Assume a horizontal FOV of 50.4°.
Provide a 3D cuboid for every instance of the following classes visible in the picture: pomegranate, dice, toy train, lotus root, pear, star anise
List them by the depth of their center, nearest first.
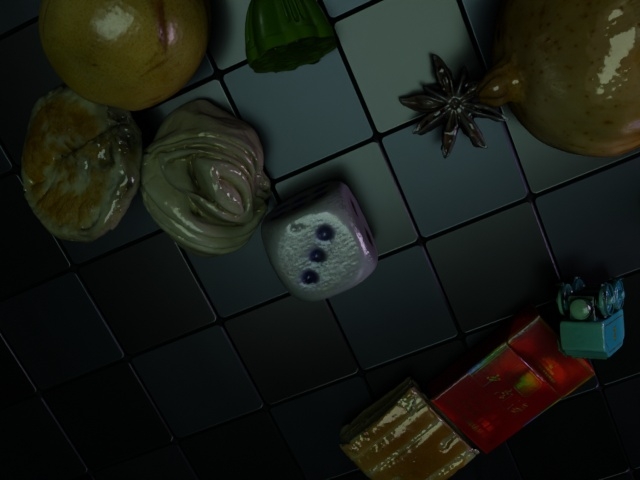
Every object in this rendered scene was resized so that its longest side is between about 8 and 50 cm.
[{"bbox_3d":[0.453,-0.321,1.170,0.410,0.410,0.410,1,109,3],"label":"pomegranate"},{"bbox_3d":[-0.352,-0.398,1.244,0.314,0.314,0.314,1,109,3],"label":"pear"},{"bbox_3d":[-0.072,-0.427,1.293,0.186,0.186,0.186,1,109,3],"label":"lotus root"},{"bbox_3d":[0.280,-0.277,1.349,0.231,0.089,0.209,-17,95,8],"label":"star anise"},{"bbox_3d":[0.000,0.000,1.403,0.193,0.194,0.192,-23,105,12],"label":"dice"},{"bbox_3d":[0.570,0.162,1.424,0.112,0.203,0.163,-3,93,39],"label":"toy train"}]

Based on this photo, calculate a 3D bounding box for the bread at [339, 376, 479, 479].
[{"bbox_3d":[0.203,0.471,1.593,0.246,0.111,0.239,-40,103,14],"label":"bread"}]

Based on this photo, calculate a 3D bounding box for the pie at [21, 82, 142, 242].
[{"bbox_3d":[-0.489,-0.157,1.377,0.339,0.077,0.339,0,90,28],"label":"pie"}]

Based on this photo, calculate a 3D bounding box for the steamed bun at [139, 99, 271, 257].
[{"bbox_3d":[-0.239,-0.107,1.374,0.276,0.203,0.289,29,109,-5],"label":"steamed bun"}]

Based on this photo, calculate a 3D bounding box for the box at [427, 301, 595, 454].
[{"bbox_3d":[0.426,0.315,1.541,0.313,0.089,0.197,-43,100,14],"label":"box"}]
